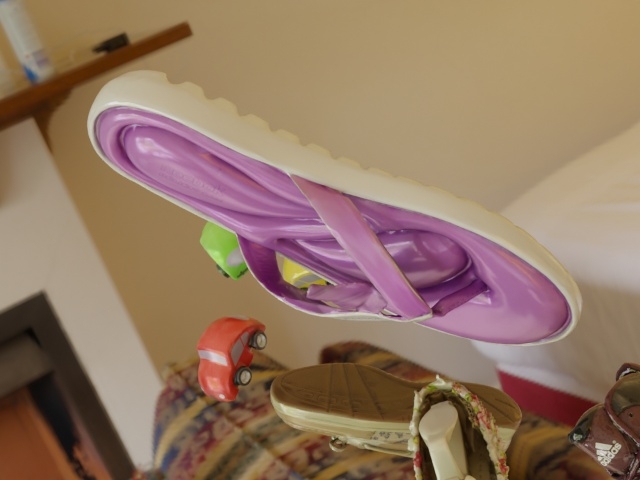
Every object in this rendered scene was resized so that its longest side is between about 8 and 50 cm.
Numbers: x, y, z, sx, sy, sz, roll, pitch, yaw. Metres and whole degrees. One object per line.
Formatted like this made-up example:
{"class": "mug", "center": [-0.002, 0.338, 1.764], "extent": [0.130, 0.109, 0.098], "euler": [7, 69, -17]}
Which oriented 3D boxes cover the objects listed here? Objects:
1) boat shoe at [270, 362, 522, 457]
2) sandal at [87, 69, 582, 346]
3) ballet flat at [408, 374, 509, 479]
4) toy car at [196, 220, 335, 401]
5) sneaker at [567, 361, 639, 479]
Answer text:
{"class": "boat shoe", "center": [0.081, 0.208, 1.136], "extent": [0.285, 0.089, 0.104], "euler": [9, 28, -5]}
{"class": "sandal", "center": [-0.002, 0.008, 0.799], "extent": [0.169, 0.416, 0.102], "euler": [110, -175, -59]}
{"class": "ballet flat", "center": [0.094, 0.181, 0.710], "extent": [0.091, 0.077, 0.241], "euler": [-22, 24, 7]}
{"class": "toy car", "center": [-0.085, 0.034, 1.138], "extent": [0.239, 0.053, 0.225], "euler": [-43, 46, 5]}
{"class": "sneaker", "center": [0.270, 0.215, 0.813], "extent": [0.106, 0.163, 0.281], "euler": [-56, 13, 42]}
